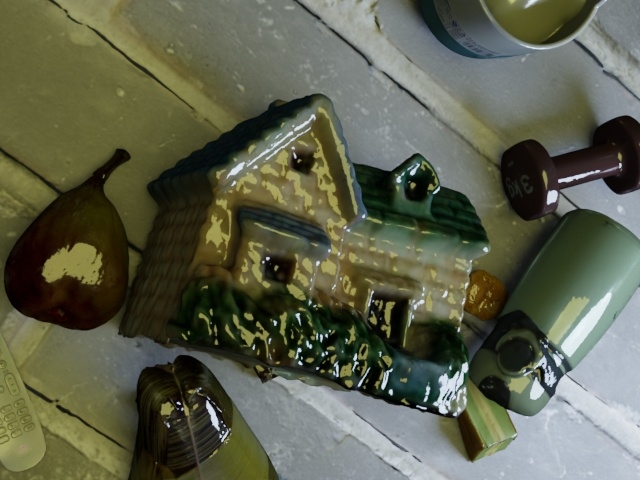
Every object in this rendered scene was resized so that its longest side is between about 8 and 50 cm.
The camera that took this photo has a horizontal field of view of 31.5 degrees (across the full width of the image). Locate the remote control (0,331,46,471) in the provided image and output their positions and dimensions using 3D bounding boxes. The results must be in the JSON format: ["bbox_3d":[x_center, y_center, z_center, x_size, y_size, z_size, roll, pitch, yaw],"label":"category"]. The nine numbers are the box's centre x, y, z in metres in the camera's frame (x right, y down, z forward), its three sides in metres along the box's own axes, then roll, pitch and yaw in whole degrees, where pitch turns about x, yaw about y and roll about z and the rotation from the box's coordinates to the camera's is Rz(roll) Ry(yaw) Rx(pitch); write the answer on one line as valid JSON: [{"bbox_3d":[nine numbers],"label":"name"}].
[{"bbox_3d":[-0.455,0.217,1.601,0.073,0.044,0.229,-25,93,-28],"label":"remote control"}]

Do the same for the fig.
[{"bbox_3d":[-0.329,-0.011,1.592,0.170,0.145,0.274,24,71,-19],"label":"fig"}]

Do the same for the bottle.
[{"bbox_3d":[0.371,0.123,1.804,0.168,0.168,0.347,42,74,-16],"label":"bottle"}]

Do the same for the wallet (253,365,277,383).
[{"bbox_3d":[-0.012,0.121,1.755,0.232,0.031,0.122,-26,99,-17],"label":"wallet"}]

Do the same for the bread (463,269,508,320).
[{"bbox_3d":[0.261,0.088,1.841,0.081,0.046,0.083,-29,100,-18],"label":"bread"}]

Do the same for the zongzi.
[{"bbox_3d":[-0.245,0.326,1.585,0.317,0.154,0.289,-30,127,-3],"label":"zongzi"}]

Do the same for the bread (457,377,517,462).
[{"bbox_3d":[0.256,0.281,1.866,0.074,0.084,0.139,-20,68,-17],"label":"bread"}]

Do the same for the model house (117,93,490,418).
[{"bbox_3d":[0.000,0.000,1.558,0.445,0.395,0.400,17,79,-18],"label":"model house"}]

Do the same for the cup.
[{"bbox_3d":[0.257,-0.410,1.701,0.219,0.257,0.290,-41,105,-13],"label":"cup"}]

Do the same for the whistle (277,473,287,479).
[{"bbox_3d":[-0.037,0.387,1.762,0.083,0.029,0.033,20,70,-12],"label":"whistle"}]

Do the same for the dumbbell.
[{"bbox_3d":[0.415,-0.118,1.836,0.225,0.140,0.124,-16,86,-16],"label":"dumbbell"}]
